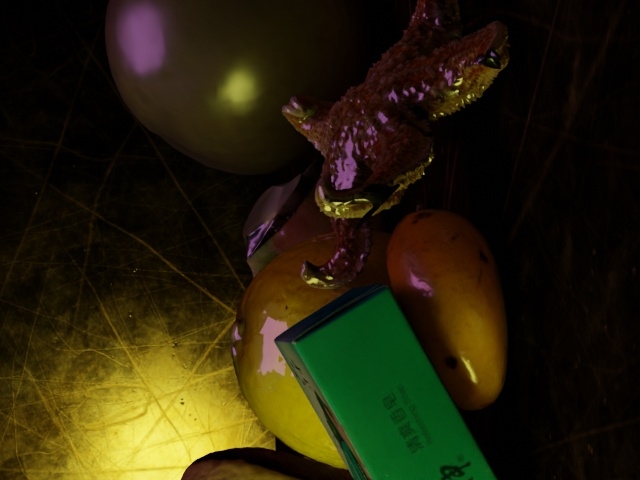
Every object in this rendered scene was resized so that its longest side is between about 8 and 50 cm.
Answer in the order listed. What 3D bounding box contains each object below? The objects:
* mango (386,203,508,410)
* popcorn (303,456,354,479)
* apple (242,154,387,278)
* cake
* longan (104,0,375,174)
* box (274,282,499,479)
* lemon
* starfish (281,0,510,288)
[{"bbox_3d":[0.108,0.050,1.074,0.115,0.090,0.178,80,178,-54],"label":"mango"},{"bbox_3d":[0.011,0.374,1.568,0.181,0.216,0.235,-50,-42,-60],"label":"popcorn"},{"bbox_3d":[0.000,0.000,1.588,0.188,0.173,0.207,-46,-39,-56],"label":"apple"},{"bbox_3d":[-0.068,0.321,1.269,0.185,0.207,0.178,43,-138,-35],"label":"cake"},{"bbox_3d":[-0.100,-0.245,1.620,0.361,0.360,0.361,178,90,-83],"label":"longan"},{"bbox_3d":[0.064,0.162,1.056,0.245,0.092,0.153,59,172,0],"label":"box"},{"bbox_3d":[0.019,0.108,1.279,0.240,0.219,0.241,-178,90,-83],"label":"lemon"},{"bbox_3d":[0.049,-0.093,1.119,0.312,0.113,0.303,-55,18,27],"label":"starfish"}]
